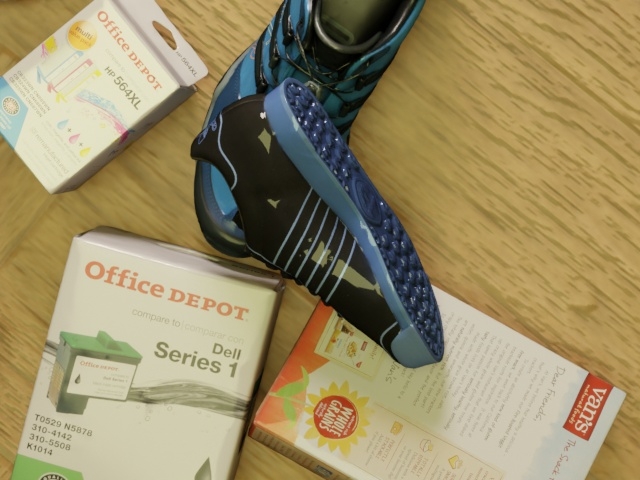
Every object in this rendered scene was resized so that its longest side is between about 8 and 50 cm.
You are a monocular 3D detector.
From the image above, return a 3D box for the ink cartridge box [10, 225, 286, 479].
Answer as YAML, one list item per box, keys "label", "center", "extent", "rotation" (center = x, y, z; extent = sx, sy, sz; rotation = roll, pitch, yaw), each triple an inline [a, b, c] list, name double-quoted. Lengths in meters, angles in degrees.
- label: "ink cartridge box"
  center: [-0.130, 0.114, 1.318]
  extent: [0.160, 0.092, 0.219]
  rotation: [14, 95, 2]

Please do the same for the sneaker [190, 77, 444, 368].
- label: "sneaker"
  center: [0.000, 0.000, 1.237]
  extent: [0.090, 0.081, 0.232]
  rotation: [-25, 105, 23]

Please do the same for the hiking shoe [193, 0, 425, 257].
- label: "hiking shoe"
  center: [-0.010, -0.126, 1.275]
  extent: [0.113, 0.132, 0.304]
  rotation: [27, 95, 1]

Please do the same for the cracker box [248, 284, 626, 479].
- label: "cracker box"
  center: [0.085, 0.128, 1.297]
  extent: [0.232, 0.067, 0.155]
  rotation: [29, 74, 2]

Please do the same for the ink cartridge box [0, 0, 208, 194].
- label: "ink cartridge box"
  center: [-0.165, -0.114, 1.307]
  extent: [0.143, 0.090, 0.092]
  rotation: [-39, 90, 6]
